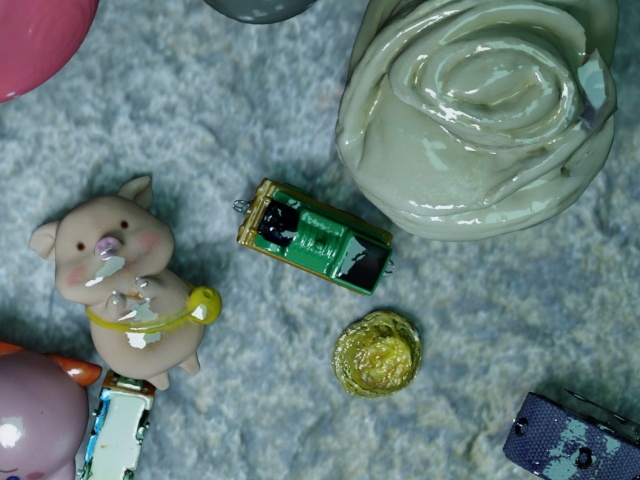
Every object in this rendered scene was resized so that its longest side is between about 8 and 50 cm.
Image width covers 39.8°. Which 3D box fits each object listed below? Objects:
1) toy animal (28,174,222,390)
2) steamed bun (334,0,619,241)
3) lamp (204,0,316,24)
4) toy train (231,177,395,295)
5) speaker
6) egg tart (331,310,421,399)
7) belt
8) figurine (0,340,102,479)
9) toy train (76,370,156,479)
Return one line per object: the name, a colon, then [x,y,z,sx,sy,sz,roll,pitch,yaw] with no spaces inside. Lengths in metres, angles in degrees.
toy animal: [-0.220,0.062,1.055,0.165,0.149,0.248,-27,99,-22]
steamed bun: [0.201,-0.177,1.036,0.342,0.255,0.368,4,99,-10]
lamp: [-0.047,-0.389,1.009,0.182,0.182,0.314,28,63,-16]
toy train: [0.000,0.000,1.089,0.227,0.136,0.091,24,95,-18]
speaker: [-0.357,-0.273,0.880,0.294,0.294,0.294,-2,102,-11]
egg tart: [0.078,0.157,1.183,0.130,0.052,0.130,-3,105,-10]
belt: [0.374,0.291,1.234,0.230,0.139,0.126,26,90,-14]
figurine: [-0.359,0.209,1.037,0.173,0.173,0.173,-2,102,-11]
toy train: [-0.258,0.254,1.107,0.072,0.099,0.188,14,99,-12]
